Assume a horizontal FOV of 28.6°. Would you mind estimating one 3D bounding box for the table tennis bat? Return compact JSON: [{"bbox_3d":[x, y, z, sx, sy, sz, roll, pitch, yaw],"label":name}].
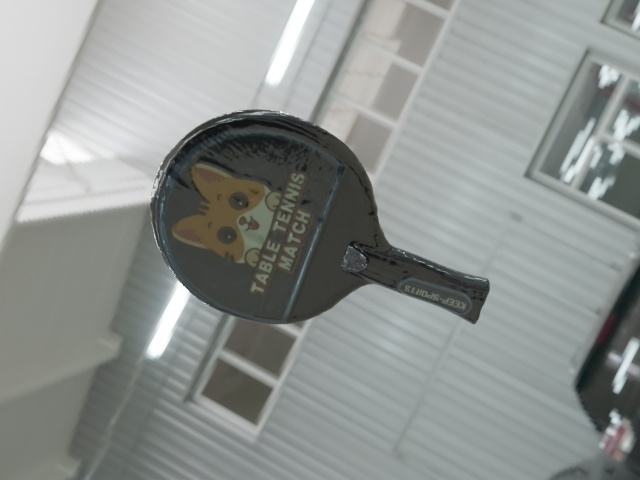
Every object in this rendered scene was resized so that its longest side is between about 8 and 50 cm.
[{"bbox_3d":[0.000,0.000,0.842,0.027,0.236,0.150,-70,1,-68],"label":"table tennis bat"}]
